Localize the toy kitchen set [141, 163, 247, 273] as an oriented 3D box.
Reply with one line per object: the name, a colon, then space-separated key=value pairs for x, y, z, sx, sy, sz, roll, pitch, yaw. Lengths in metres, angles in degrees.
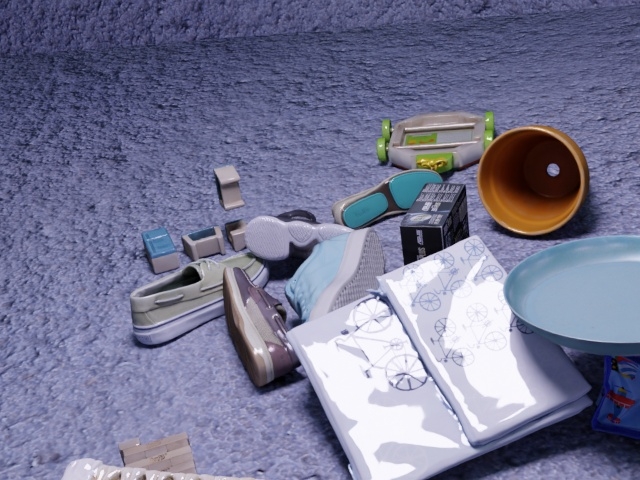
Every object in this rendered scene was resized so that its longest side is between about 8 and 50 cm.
toy kitchen set: x=-0.262 y=-0.055 z=1.958 sx=0.207 sy=0.166 sz=0.122 roll=-16 pitch=27 yaw=-14

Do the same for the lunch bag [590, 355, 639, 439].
lunch bag: x=0.541 y=0.184 z=1.297 sx=0.293 sy=0.138 sz=0.221 roll=15 pitch=31 yaw=23

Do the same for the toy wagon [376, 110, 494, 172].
toy wagon: x=0.266 y=-0.221 z=2.239 sx=0.267 sy=0.068 sz=0.344 roll=-3 pitch=28 yaw=12

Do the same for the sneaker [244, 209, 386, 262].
sneaker: x=0.000 y=0.000 z=1.840 sx=0.269 sy=0.101 sz=0.153 roll=13 pitch=13 yaw=8

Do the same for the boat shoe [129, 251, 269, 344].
boat shoe: x=-0.210 y=0.084 z=1.746 sx=0.109 sy=0.094 sz=0.302 roll=16 pitch=34 yaw=40

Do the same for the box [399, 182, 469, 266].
box: x=0.207 y=-0.001 z=1.727 sx=0.078 sy=0.147 sz=0.180 roll=3 pitch=29 yaw=22

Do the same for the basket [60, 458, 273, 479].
basket: x=-0.119 y=0.410 z=0.808 sx=0.267 sy=0.328 sz=0.331 roll=-1 pitch=27 yaw=11

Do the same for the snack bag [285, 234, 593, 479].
snack bag: x=0.148 y=0.167 z=1.354 sx=0.343 sy=0.037 sz=0.323 roll=-23 pitch=51 yaw=-7

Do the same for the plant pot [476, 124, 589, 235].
plant pot: x=0.431 y=-0.128 z=1.881 sx=0.205 sy=0.205 sz=0.188 roll=6 pitch=15 yaw=28

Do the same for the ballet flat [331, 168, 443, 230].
ballet flat: x=0.134 y=-0.088 z=2.011 sx=0.248 sy=0.086 sz=0.086 roll=-19 pitch=28 yaw=-18

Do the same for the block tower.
block tower: x=-0.174 y=0.363 z=1.182 sx=0.097 sy=0.090 sz=0.335 roll=-15 pitch=27 yaw=-13

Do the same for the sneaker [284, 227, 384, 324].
sneaker: x=0.005 y=0.111 z=1.607 sx=0.150 sy=0.135 sz=0.366 roll=-15 pitch=22 yaw=23

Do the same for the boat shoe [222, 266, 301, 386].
boat shoe: x=-0.100 y=0.135 z=1.612 sx=0.092 sy=0.102 sz=0.285 roll=-9 pitch=30 yaw=-14

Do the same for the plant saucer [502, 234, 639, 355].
plant saucer: x=0.409 y=0.075 z=1.311 sx=0.318 sy=0.043 sz=0.317 roll=-9 pitch=23 yaw=4
